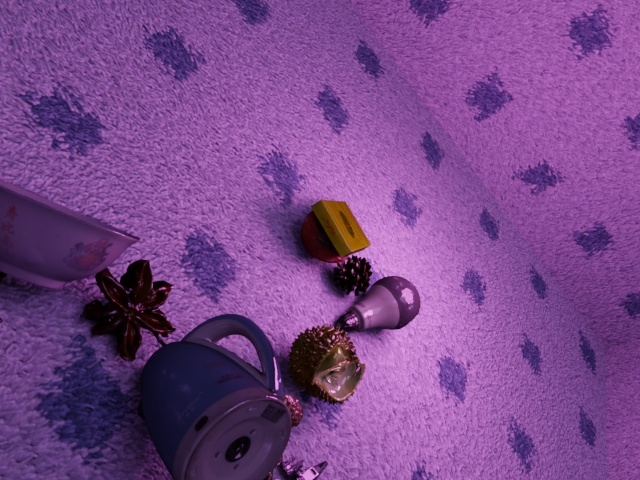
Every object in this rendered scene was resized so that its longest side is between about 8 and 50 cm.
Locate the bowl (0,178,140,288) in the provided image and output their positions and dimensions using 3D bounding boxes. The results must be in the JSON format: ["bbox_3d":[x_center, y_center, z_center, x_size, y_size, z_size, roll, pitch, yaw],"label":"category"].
[{"bbox_3d":[-0.548,-0.003,1.125,0.345,0.345,0.157,27,83,-36],"label":"bowl"}]

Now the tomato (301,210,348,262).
[{"bbox_3d":[0.000,0.000,1.829,0.189,0.099,0.173,55,18,-7],"label":"tomato"}]

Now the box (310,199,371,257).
[{"bbox_3d":[0.075,-0.044,1.869,0.187,0.047,0.335,60,14,5],"label":"box"}]

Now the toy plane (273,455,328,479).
[{"bbox_3d":[-0.034,0.607,1.461,0.160,0.082,0.234,44,34,20],"label":"toy plane"}]

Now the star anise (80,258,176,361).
[{"bbox_3d":[-0.428,0.150,1.264,0.190,0.125,0.221,-3,99,-48],"label":"star anise"}]

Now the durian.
[{"bbox_3d":[0.013,0.334,1.577,0.200,0.176,0.237,-51,132,-3],"label":"durian"}]

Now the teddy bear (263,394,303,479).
[{"bbox_3d":[-0.122,0.524,1.298,0.296,0.246,0.222,-24,60,-42],"label":"teddy bear"}]

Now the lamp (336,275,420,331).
[{"bbox_3d":[0.202,0.220,1.859,0.313,0.181,0.182,-17,81,-51],"label":"lamp"}]

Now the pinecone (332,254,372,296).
[{"bbox_3d":[0.102,0.113,1.855,0.120,0.140,0.140,13,55,-10],"label":"pinecone"}]

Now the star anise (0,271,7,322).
[{"bbox_3d":[-0.679,0.105,1.046,0.196,0.073,0.212,38,47,-23],"label":"star anise"}]

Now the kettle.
[{"bbox_3d":[-0.228,0.313,1.207,0.319,0.342,0.247,-45,135,-12],"label":"kettle"}]
